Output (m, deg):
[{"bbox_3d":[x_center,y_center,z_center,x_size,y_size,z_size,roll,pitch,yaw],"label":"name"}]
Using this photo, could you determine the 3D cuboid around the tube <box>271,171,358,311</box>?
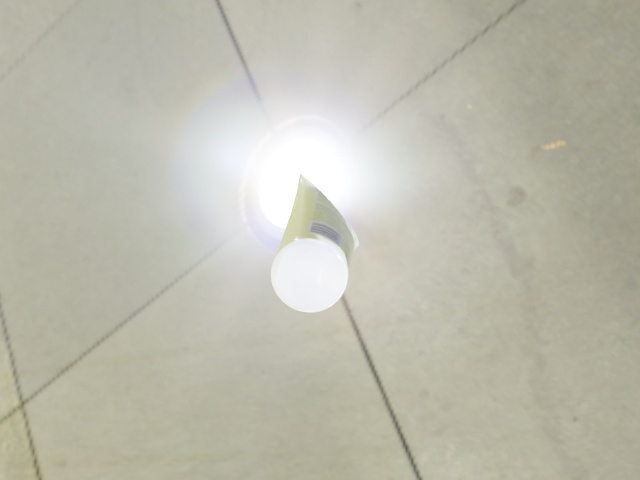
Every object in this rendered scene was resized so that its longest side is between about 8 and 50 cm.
[{"bbox_3d":[0.000,0.000,0.981,0.062,0.240,0.070,4,106,3],"label":"tube"}]
